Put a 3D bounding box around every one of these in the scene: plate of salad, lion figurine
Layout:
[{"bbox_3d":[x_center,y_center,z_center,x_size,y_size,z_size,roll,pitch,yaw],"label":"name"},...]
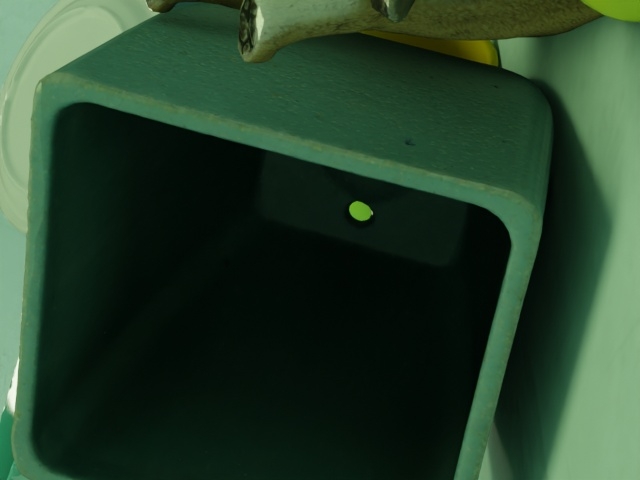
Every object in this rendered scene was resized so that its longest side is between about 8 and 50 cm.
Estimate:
[{"bbox_3d":[-0.169,-0.095,1.201,0.200,0.048,0.199,-18,63,39],"label":"plate of salad"},{"bbox_3d":[0.060,-0.148,0.805,0.392,0.240,0.142,-132,46,-61],"label":"lion figurine"}]

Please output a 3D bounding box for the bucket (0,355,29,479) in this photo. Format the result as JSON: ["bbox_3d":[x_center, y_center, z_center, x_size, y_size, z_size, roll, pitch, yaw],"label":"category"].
[{"bbox_3d":[-0.130,0.117,1.228,0.281,0.183,0.281,-162,90,-77],"label":"bucket"}]

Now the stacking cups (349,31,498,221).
[{"bbox_3d":[0.045,-0.006,1.147,0.096,0.096,0.316,-90,8,-47],"label":"stacking cups"}]

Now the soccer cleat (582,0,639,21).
[{"bbox_3d":[0.129,-0.202,0.552,0.121,0.093,0.289,-108,24,-60],"label":"soccer cleat"}]

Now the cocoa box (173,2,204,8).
[{"bbox_3d":[-0.068,-0.191,1.345,0.231,0.228,0.347,-101,18,-71],"label":"cocoa box"}]

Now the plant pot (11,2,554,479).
[{"bbox_3d":[0.000,0.000,0.924,0.252,0.248,0.247,-58,-19,-58],"label":"plant pot"}]
